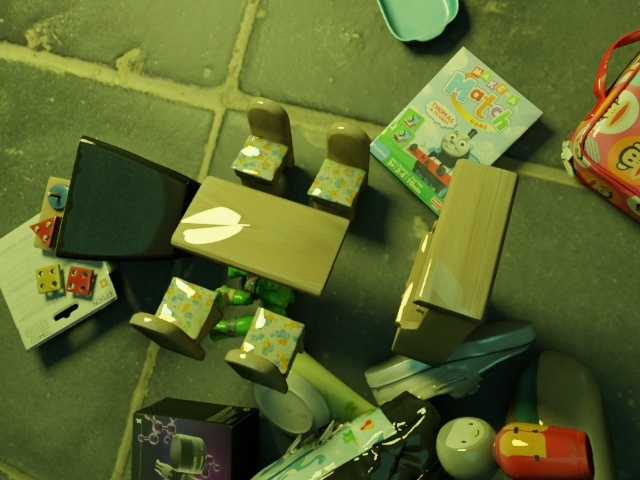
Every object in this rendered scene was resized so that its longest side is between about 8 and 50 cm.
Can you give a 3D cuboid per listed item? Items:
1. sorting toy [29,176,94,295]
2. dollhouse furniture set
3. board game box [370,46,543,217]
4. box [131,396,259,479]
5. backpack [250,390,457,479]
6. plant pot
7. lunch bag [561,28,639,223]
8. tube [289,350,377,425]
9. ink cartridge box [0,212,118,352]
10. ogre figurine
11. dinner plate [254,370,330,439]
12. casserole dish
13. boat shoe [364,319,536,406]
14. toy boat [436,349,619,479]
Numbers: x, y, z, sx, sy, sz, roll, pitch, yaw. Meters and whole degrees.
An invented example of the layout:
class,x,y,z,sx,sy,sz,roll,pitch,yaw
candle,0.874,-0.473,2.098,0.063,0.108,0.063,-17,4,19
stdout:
class,x,y,z,sx,sy,sz,roll,pitch,yaw
sorting toy,-0.449,-0.032,0.861,0.132,0.046,0.274,12,88,12
dollhouse furniture set,0.000,0.000,0.621,0.394,0.256,0.362,18,66,10
board game box,0.202,-0.165,0.754,0.211,0.039,0.160,-46,78,7
box,-0.206,0.408,0.796,0.184,0.103,0.261,0,88,20
backpack,0.023,0.399,0.650,0.355,0.273,0.290,-30,97,-20
plant pot,-0.291,-0.049,0.806,0.167,0.188,0.187,12,90,3
lunch bag,0.483,-0.172,0.642,0.258,0.120,0.293,41,98,13
tube,-0.012,0.232,0.782,0.240,0.070,0.062,41,57,8
ink cartridge box,-0.495,0.060,0.913,0.223,0.045,0.224,-29,80,10
ogre figurine,-0.100,0.071,0.791,0.118,0.197,0.097,9,135,5
dinner plate,-0.050,0.266,0.776,0.141,0.017,0.141,12,119,22
casserole dish,0.146,-0.400,0.779,0.114,0.037,0.188,-21,84,12
boat shoe,0.196,0.190,0.721,0.258,0.095,0.084,-24,86,22
toy boat,0.262,0.257,0.589,0.148,0.318,0.267,-13,61,32
